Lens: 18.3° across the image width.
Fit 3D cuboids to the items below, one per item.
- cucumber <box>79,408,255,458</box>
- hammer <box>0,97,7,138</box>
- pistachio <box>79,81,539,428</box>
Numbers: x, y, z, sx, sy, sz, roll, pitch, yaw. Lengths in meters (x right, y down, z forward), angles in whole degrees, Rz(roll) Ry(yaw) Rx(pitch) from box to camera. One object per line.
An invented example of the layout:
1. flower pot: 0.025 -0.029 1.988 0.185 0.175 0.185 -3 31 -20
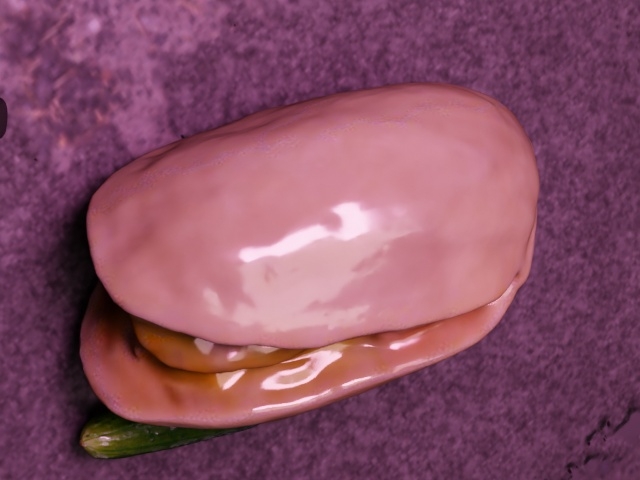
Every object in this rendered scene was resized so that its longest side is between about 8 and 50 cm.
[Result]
1. cucumber: -0.080 0.108 1.216 0.155 0.037 0.037 -10 110 -31
2. hammer: -0.225 -0.087 1.020 0.201 0.021 0.078 34 73 -59
3. pistachio: 0.000 0.000 1.166 0.299 0.187 0.187 -15 113 -24
